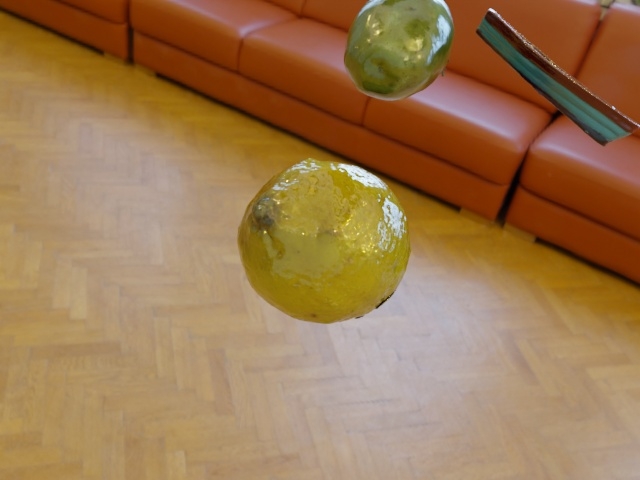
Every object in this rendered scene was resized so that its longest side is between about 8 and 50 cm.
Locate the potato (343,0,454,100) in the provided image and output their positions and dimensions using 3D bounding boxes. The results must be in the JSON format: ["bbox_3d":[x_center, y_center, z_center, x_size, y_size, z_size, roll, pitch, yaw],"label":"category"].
[{"bbox_3d":[0.153,-0.386,1.301,0.216,0.215,0.304,23,36,14],"label":"potato"}]

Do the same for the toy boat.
[{"bbox_3d":[0.488,-0.340,1.389,0.392,0.079,0.136,44,26,7],"label":"toy boat"}]

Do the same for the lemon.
[{"bbox_3d":[0.000,0.000,1.369,0.387,0.349,0.350,17,24,-45],"label":"lemon"}]
